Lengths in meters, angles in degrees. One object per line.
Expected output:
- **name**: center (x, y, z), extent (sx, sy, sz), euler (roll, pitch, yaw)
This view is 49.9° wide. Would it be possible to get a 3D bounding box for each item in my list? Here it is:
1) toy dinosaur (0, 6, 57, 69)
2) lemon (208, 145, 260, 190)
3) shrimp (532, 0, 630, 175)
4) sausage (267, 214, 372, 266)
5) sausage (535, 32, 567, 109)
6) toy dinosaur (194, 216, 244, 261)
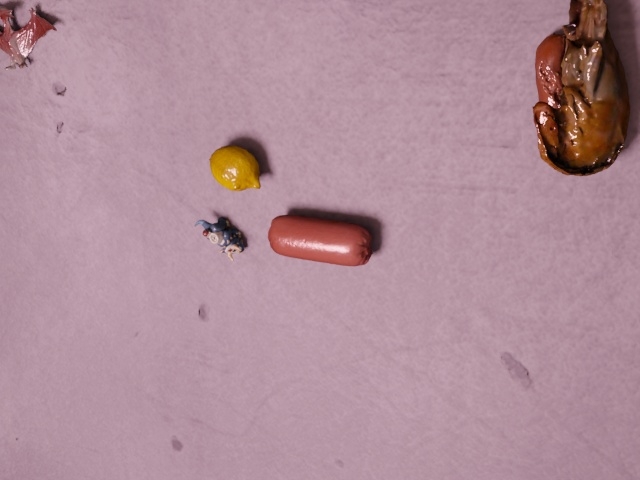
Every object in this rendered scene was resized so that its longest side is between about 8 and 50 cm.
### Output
- **toy dinosaur**: center (-0.511, -0.338, 1.133), extent (0.220, 0.032, 0.108), euler (4, 110, 26)
- **lemon**: center (-0.123, -0.104, 1.004), extent (0.092, 0.065, 0.065), euler (34, 117, 18)
- **shrimp**: center (0.284, -0.199, 0.756), extent (0.066, 0.117, 0.262), euler (10, 118, 66)
- **sausage**: center (0.000, 0.000, 0.979), extent (0.154, 0.062, 0.062), euler (9, 109, 23)
- **sausage**: center (0.279, -0.164, 0.813), extent (0.036, 0.042, 0.158), euler (14, 116, 63)
- **toy dinosaur**: center (-0.153, -0.006, 1.058), extent (0.083, 0.047, 0.030), euler (42, 120, 7)
